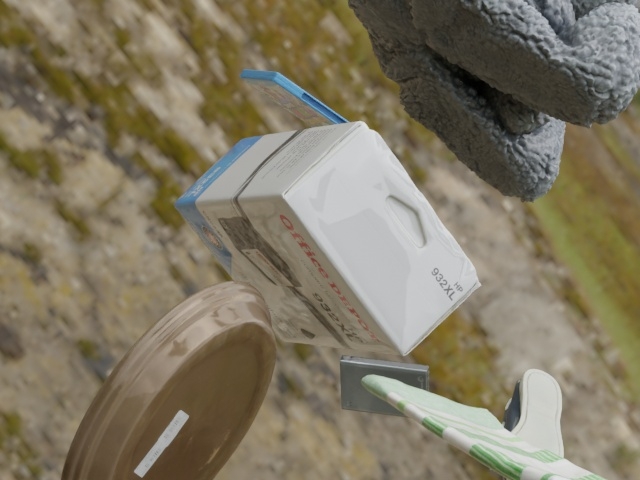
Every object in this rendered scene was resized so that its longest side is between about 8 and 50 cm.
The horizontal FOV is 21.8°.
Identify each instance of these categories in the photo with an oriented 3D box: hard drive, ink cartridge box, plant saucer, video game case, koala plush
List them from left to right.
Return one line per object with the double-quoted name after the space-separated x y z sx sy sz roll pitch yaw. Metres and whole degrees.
-0.129 0.164 1.522 0.041 0.278 0.278 34 6 23 "plant saucer"
-0.017 -0.170 2.152 0.166 0.015 0.119 34 -6 -24 "video game case"
0.000 0.000 1.824 0.223 0.129 0.307 53 -21 -16 "ink cartridge box"
0.098 0.223 2.528 0.022 0.135 0.094 -66 158 -54 "hard drive"
0.152 -0.186 1.154 0.203 0.221 0.196 39 -26 2 "koala plush"

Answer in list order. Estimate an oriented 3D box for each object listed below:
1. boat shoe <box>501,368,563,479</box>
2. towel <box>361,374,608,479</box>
0.307 0.303 2.500 0.095 0.079 0.254 20 40 -9 "boat shoe"
0.232 0.253 1.996 0.248 0.038 0.325 23 4 -42 "towel"
